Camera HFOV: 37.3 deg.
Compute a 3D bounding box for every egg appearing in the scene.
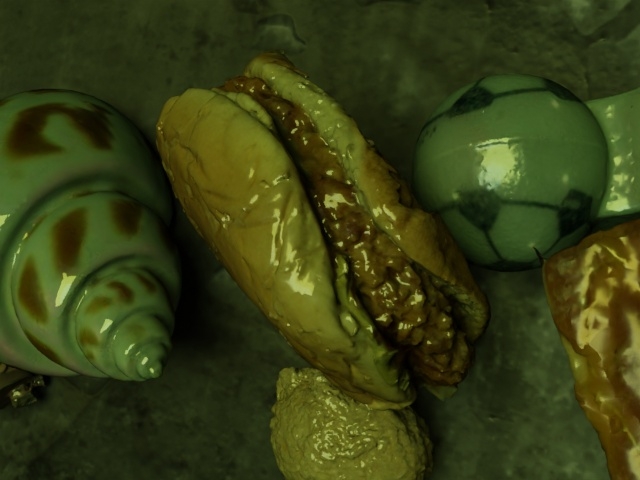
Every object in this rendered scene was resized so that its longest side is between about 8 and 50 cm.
[{"bbox_3d":[0.022,0.159,0.762,0.140,0.116,0.118,18,112,21],"label":"egg"}]

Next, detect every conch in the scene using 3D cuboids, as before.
[{"bbox_3d":[-0.231,-0.004,0.854,0.368,0.197,0.249,42,79,17],"label":"conch"}]

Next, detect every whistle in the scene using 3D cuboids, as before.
[{"bbox_3d":[0.166,-0.060,0.696,0.289,0.163,0.163,-23,71,50],"label":"whistle"}]

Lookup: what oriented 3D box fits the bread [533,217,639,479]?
[{"bbox_3d":[0.315,0.095,0.597,0.279,0.207,0.279,-18,74,18],"label":"bread"}]

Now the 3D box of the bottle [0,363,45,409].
[{"bbox_3d":[-0.342,0.109,0.935,0.099,0.099,0.152,-39,73,13],"label":"bottle"}]

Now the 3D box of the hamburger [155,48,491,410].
[{"bbox_3d":[-0.001,-0.001,0.706,0.144,0.259,0.283,-41,47,-8],"label":"hamburger"}]
